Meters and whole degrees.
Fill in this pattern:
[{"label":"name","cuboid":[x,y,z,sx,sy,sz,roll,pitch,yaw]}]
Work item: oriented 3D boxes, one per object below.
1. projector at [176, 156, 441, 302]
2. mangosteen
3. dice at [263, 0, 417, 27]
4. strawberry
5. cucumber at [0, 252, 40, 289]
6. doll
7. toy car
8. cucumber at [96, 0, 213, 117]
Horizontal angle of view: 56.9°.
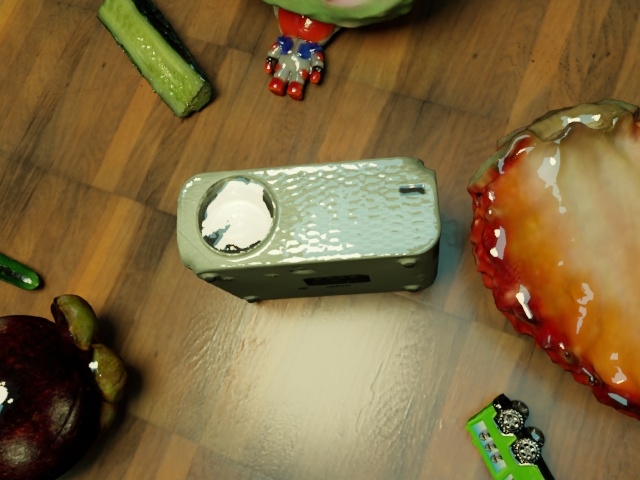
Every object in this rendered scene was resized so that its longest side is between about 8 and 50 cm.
[{"label":"projector","cuboid":[0.000,0.000,0.635,0.251,0.198,0.108,-3,75,9]},{"label":"mangosteen","cuboid":[-0.325,0.174,0.658,0.210,0.210,0.209,-2,76,9]},{"label":"dice","cuboid":[0.025,-0.465,0.645,0.331,0.322,0.318,19,64,-2]},{"label":"strawberry","cuboid":[0.294,0.025,0.616,0.265,0.149,0.336,-22,83,-3]},{"label":"cucumber","cuboid":[-0.446,0.026,0.793,0.184,0.033,0.036,23,99,16]},{"label":"doll","cuboid":[-0.018,-0.284,0.785,0.104,0.062,0.194,14,86,29]},{"label":"toy car","cuboid":[0.212,0.242,0.606,0.063,0.071,0.165,-32,72,17]},{"label":"cucumber","cuboid":[-0.220,-0.265,0.818,0.211,0.062,0.078,49,122,11]}]
